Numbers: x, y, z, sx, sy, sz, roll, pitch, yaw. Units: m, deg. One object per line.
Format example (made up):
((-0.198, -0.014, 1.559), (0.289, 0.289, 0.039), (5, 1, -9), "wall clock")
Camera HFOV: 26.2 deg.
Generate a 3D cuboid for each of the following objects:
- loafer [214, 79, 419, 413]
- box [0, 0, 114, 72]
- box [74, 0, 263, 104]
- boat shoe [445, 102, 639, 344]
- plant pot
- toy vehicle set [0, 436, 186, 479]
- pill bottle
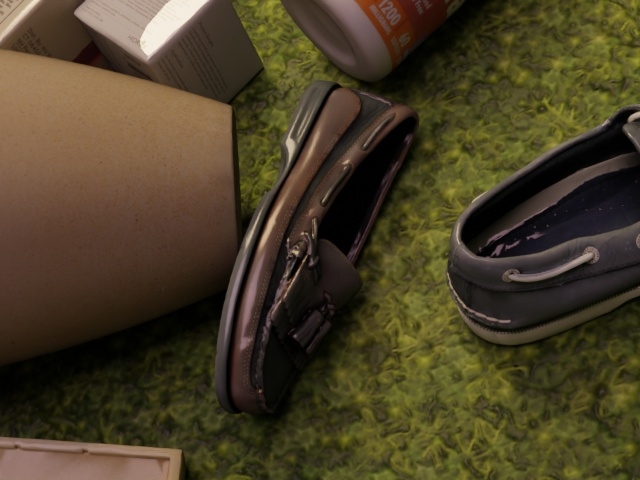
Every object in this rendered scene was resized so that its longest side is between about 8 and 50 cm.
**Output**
((0.000, 0.000, 0.959), (0.084, 0.096, 0.267), (8, 61, 17), "loafer")
((-0.226, -0.210, 1.145), (0.148, 0.127, 0.232), (34, 75, 33), "box")
((-0.119, -0.160, 1.091), (0.087, 0.101, 0.102), (-46, 56, -12), "box")
((0.226, -0.039, 0.894), (0.319, 0.099, 0.116), (-27, 54, 2), "boat shoe")
((-0.194, -0.028, 0.972), (0.274, 0.256, 0.256), (-4, 57, -1), "plant pot")
((-0.184, 0.256, 0.870), (0.166, 0.035, 0.267), (5, 60, 2), "toy vehicle set")
((0.077, -0.234, 1.054), (0.216, 0.121, 0.121), (-44, 56, -9), "pill bottle")
